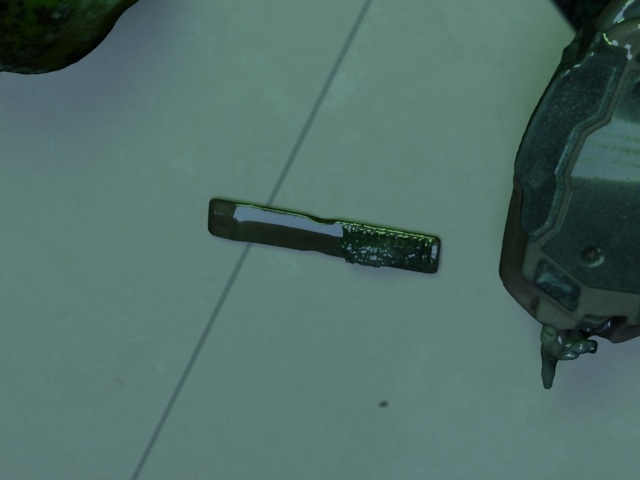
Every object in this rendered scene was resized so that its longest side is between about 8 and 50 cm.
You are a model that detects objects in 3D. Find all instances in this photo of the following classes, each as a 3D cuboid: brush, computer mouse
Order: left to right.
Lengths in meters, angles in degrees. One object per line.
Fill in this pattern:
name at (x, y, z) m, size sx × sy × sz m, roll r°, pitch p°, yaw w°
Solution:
brush at (0.000, 0.000, 1.462) m, size 0.190 × 0.027 × 0.034 m, roll 11°, pitch 116°, yaw 9°
computer mouse at (0.230, -0.046, 1.341) m, size 0.199 × 0.115 × 0.389 m, roll 12°, pitch 129°, yaw -4°

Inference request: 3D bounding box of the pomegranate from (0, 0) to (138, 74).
pomegranate at (-0.237, -0.240, 1.329) m, size 0.204 × 0.276 × 0.222 m, roll 9°, pitch 101°, yaw -34°
